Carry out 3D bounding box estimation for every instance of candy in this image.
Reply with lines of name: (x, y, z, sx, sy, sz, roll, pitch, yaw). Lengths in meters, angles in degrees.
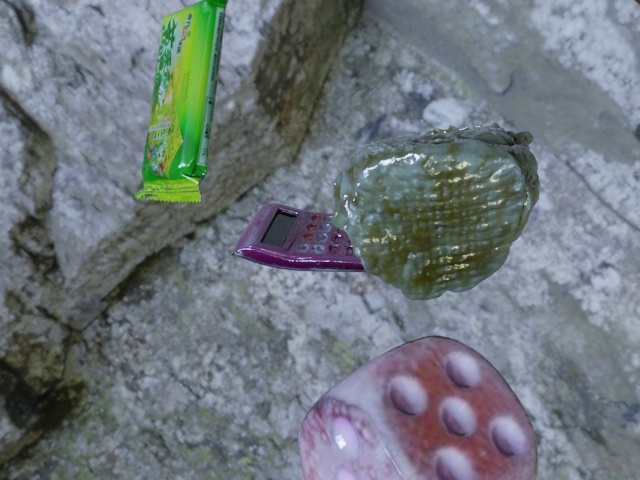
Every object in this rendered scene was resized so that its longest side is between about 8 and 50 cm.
candy: (-0.119, -0.121, 0.579, 0.032, 0.179, 0.102, 10, 177, -38)

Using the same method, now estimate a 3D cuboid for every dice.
dice: (0.049, 0.112, 0.357, 0.094, 0.093, 0.091, -13, -121, -35)

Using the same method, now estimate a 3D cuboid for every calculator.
calculator: (0.000, 0.000, 0.791, 0.127, 0.190, 0.034, -67, -19, -62)

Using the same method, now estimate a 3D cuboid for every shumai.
shumai: (0.098, -0.055, 0.590, 0.184, 0.184, 0.142, 45, -154, -36)

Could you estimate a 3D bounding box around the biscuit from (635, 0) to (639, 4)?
biscuit: (0.194, -0.141, 0.296, 0.033, 0.144, 0.224, 72, 174, -61)
